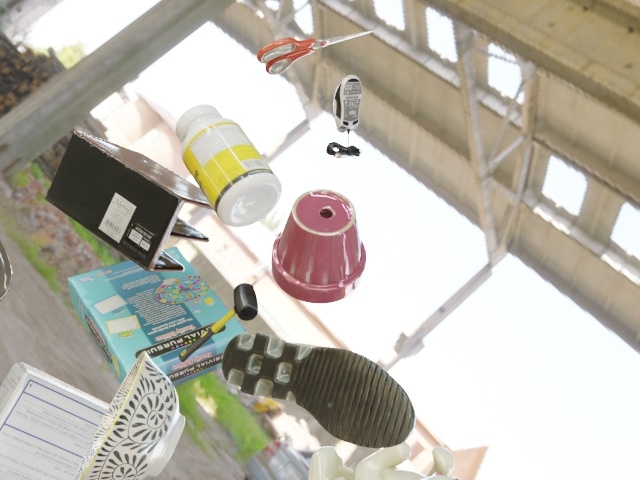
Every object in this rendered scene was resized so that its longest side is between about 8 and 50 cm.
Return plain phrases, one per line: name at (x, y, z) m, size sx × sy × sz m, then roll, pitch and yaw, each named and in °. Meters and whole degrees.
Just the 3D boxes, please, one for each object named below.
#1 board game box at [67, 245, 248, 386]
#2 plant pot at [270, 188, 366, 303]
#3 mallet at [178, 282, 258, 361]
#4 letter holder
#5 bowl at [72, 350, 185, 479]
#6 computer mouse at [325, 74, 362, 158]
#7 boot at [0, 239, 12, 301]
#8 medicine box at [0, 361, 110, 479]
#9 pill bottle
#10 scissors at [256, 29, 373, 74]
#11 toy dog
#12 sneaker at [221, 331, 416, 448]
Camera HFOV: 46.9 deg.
board game box at (-0.346, 0.162, 1.549) m, size 0.336 × 0.254 × 0.079 m, roll 43°, pitch -40°, yaw 40°
plant pot at (0.000, 0.000, 1.512) m, size 0.201 × 0.201 × 0.180 m, roll 44°, pitch -31°, yaw 28°
mallet at (-0.178, 0.141, 1.263) m, size 0.039 × 0.190 × 0.062 m, roll 34°, pitch 32°, yaw -34°
letter holder at (-0.348, -0.071, 1.465) m, size 0.302 × 0.152 × 0.214 m, roll 31°, pitch 9°, yaw 25°
bowl at (-0.208, 0.220, 0.844) m, size 0.080 × 0.170 × 0.170 m, roll 30°, pitch -6°, yaw -12°
computer mouse at (0.057, -0.284, 1.696) m, size 0.042 × 0.106 × 0.193 m, roll 21°, pitch -67°, yaw 44°
boot at (-0.490, 0.000, 0.934) m, size 0.305 × 0.112 × 0.115 m, roll 36°, pitch -33°, yaw 20°
medicine box at (-0.511, 0.416, 1.362) m, size 0.263 × 0.289 × 0.149 m, roll 34°, pitch -16°, yaw -25°
pill bottle at (-0.141, -0.115, 1.084) m, size 0.184 × 0.103 × 0.103 m, roll 54°, pitch -6°, yaw 29°
scissors at (-0.009, -0.472, 1.759) m, size 0.109 × 0.297 × 0.021 m, roll 75°, pitch -8°, yaw -65°
toy dog at (0.165, 0.611, 1.580) m, size 0.285 × 0.395 × 0.408 m, roll 35°, pitch -33°, yaw -21°
sneaker at (0.018, 0.220, 1.114) m, size 0.331 × 0.122 × 0.146 m, roll 17°, pitch -8°, yaw 37°
